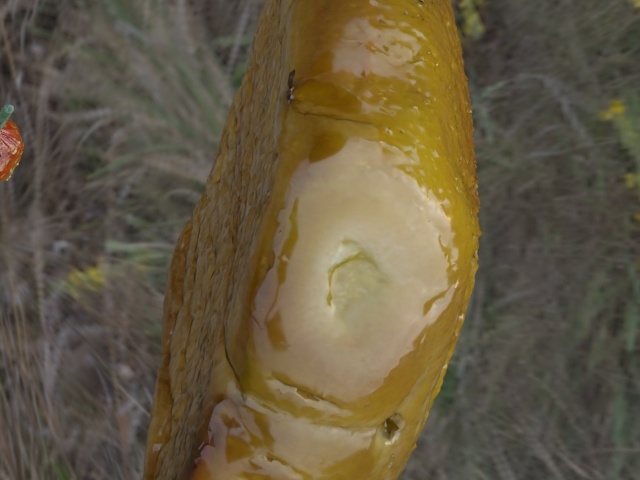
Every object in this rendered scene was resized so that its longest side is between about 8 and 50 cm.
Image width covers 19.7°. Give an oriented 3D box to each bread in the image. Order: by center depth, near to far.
[{"bbox_3d":[0.008,0.002,1.082,0.148,0.337,0.328,15,125,-11],"label":"bread"}]

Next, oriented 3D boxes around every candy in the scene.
[{"bbox_3d":[-0.244,-0.080,1.379,0.060,0.201,0.060,2,83,-15],"label":"candy"}]
